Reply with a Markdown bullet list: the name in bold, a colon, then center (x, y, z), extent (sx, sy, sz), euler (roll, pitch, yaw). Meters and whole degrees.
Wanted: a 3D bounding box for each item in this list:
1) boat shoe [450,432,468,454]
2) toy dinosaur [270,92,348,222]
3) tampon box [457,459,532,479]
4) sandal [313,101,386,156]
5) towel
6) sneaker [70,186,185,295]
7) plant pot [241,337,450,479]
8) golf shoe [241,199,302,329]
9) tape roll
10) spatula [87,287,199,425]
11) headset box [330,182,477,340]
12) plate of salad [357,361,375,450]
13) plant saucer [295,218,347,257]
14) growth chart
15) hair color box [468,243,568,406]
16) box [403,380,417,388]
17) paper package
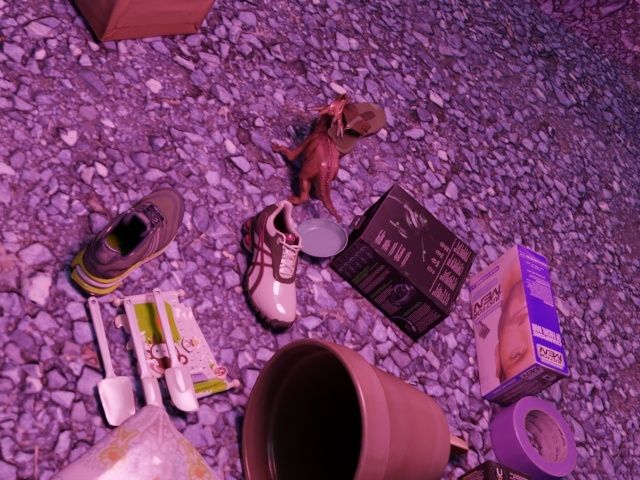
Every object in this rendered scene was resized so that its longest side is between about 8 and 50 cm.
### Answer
- **boat shoe**: center (0.235, 0.397, 1.826), extent (0.170, 0.063, 0.059), euler (24, 51, -23)
- **toy dinosaur**: center (0.004, -0.195, 2.008), extent (0.127, 0.200, 0.296), euler (11, 52, -34)
- **tampon box**: center (0.355, 0.546, 1.776), extent (0.120, 0.101, 0.161), euler (26, 44, -22)
- **sandal**: center (0.083, -0.307, 2.253), extent (0.120, 0.086, 0.303), euler (48, 40, 3)
- **towel**: center (-0.252, 0.475, 1.339), extent (0.374, 0.090, 0.320), euler (50, 38, 4)
- **sneaker**: center (-0.333, -0.016, 1.638), extent (0.111, 0.121, 0.300), euler (41, 41, -6)
- **plant pot**: center (0.066, 0.344, 1.541), extent (0.280, 0.323, 0.323), euler (12, 50, -39)
- **golf shoe**: center (-0.091, 0.045, 1.797), extent (0.105, 0.120, 0.273), euler (11, 53, -36)
- **tape roll**: center (0.475, 0.449, 1.974), extent (0.189, 0.080, 0.189), euler (23, 46, -26)
- **spatula**: center (-0.316, 0.196, 1.537), extent (0.168, 0.019, 0.242), euler (-6, 64, -29)
- **headset box**: center (0.187, 0.039, 2.025), extent (0.283, 0.131, 0.246), euler (41, 41, -6)
- **plate of salad**: center (0.066, 0.324, 1.746), extent (0.199, 0.048, 0.200), euler (13, 51, -17)
- **plant saucer**: center (0.000, 0.000, 1.952), extent (0.119, 0.021, 0.119), euler (3, 45, -3)
- **growth chart**: center (-0.267, 0.190, 1.604), extent (0.172, 0.021, 0.237), euler (-17, 69, -45)
- **hair color box**: center (0.457, 0.198, 2.083), extent (0.110, 0.185, 0.339), euler (22, 45, -25)
- **box**: center (0.150, 0.346, 1.786), extent (0.093, 0.027, 0.137), euler (0, 49, 4)
- **paper package**: center (-0.433, -0.633, 2.022), extent (0.309, 0.168, 0.325), euler (-20, 71, -49)
